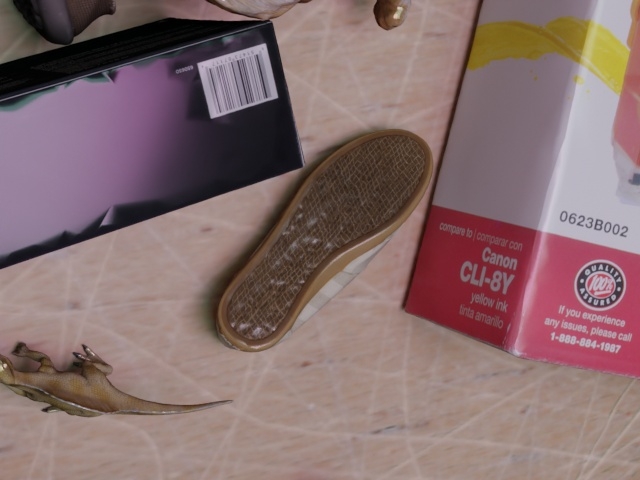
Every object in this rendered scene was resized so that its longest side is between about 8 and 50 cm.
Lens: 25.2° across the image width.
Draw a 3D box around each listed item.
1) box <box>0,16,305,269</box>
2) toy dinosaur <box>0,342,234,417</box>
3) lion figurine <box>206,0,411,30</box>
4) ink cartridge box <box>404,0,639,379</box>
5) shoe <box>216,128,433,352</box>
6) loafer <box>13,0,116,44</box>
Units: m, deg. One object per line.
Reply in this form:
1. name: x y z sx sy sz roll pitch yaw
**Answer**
1. box: -0.170 -0.062 0.901 0.261 0.184 0.103 -20 109 -21
2. toy dinosaur: -0.161 0.106 0.981 0.183 0.092 0.053 16 91 -26
3. lion figurine: 0.023 -0.302 0.966 0.240 0.142 0.392 30 66 -32
4. ink cartridge box: 0.260 -0.090 1.113 0.279 0.160 0.385 12 93 -26
5. shoe: 0.000 0.000 1.068 0.076 0.058 0.219 43 73 7
6. loafer: -0.145 -0.302 0.882 0.130 0.134 0.366 -8 113 -23
